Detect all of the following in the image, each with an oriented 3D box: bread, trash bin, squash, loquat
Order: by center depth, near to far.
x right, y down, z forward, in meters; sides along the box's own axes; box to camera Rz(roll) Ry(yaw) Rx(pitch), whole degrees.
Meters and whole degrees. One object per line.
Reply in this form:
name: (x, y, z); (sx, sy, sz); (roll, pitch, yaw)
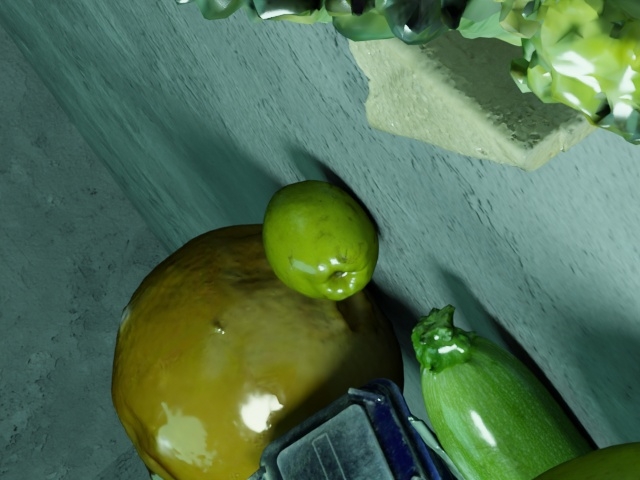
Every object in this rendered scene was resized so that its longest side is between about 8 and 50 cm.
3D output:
bread: (0.086, -0.070, 0.736); (0.152, 0.077, 0.105); (47, 167, 36)
squash: (0.196, 0.217, 1.261); (0.395, 0.107, 0.107); (55, 170, -20)
trash bin: (0.062, 0.257, 1.414); (0.234, 0.184, 0.162); (35, -154, -51)
loquat: (-0.068, 0.142, 1.581); (0.328, 0.328, 0.328); (48, 171, 11)

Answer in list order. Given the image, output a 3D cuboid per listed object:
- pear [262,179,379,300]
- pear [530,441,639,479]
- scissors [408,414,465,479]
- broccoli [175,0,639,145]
pear: (0.000, 0.000, 1.357); (0.107, 0.107, 0.131); (57, 178, -35)
pear: (0.209, 0.261, 0.926); (0.287, 0.287, 0.375); (50, -175, -1)
scissors: (0.182, 0.266, 1.395); (0.383, 0.029, 0.256); (44, -166, -53)
broccoli: (0.073, -0.145, 0.431); (0.242, 0.273, 0.180); (53, 132, 54)
